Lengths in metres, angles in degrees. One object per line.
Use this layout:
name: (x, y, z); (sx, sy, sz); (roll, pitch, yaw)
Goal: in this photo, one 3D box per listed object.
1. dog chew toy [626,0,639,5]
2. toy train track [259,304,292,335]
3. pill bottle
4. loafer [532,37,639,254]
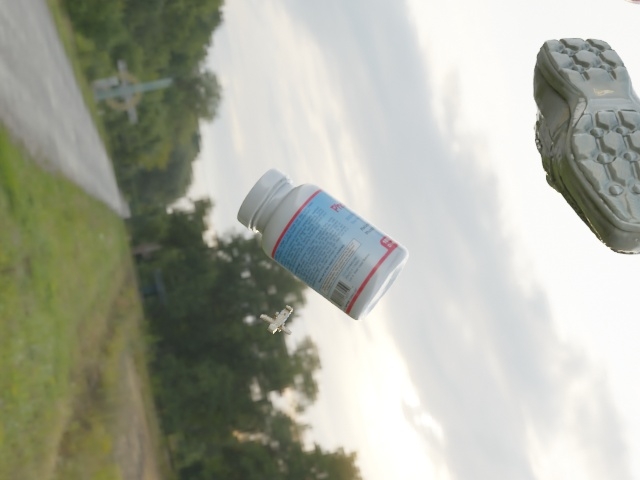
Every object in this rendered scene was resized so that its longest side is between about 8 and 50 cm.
dog chew toy: (0.386, -0.447, 1.621); (0.331, 0.206, 0.207); (32, -36, 31)
toy train track: (-0.052, 0.103, 1.631); (0.014, 0.048, 0.083); (-61, 174, 23)
pill bottle: (0.000, 0.000, 1.185); (0.160, 0.087, 0.087); (36, -19, 9)
loafer: (0.260, -0.078, 1.116); (0.319, 0.112, 0.111); (-89, 179, -55)
